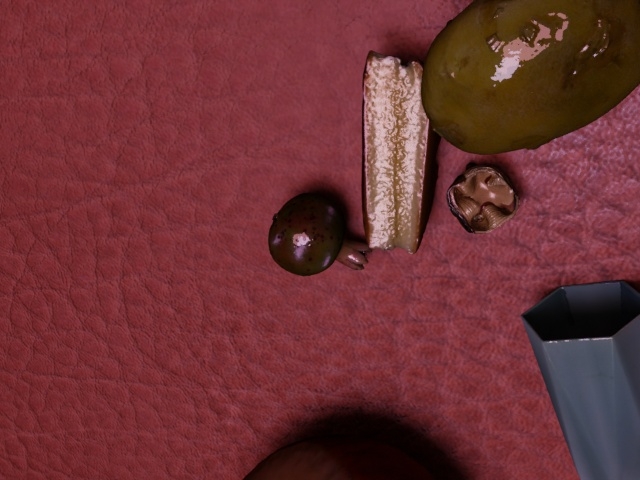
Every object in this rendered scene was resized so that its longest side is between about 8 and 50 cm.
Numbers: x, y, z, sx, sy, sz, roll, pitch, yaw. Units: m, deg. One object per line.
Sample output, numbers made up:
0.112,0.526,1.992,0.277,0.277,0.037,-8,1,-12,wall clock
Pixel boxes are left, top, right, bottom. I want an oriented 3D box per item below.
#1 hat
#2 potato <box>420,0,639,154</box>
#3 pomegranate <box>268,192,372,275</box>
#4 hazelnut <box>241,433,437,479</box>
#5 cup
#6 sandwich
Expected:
0.194,-0.053,0.920,0.076,0.059,0.077,-33,102,18,hat
0.218,-0.181,0.771,0.253,0.186,0.148,-39,63,36,potato
0.000,0.000,1.015,0.142,0.114,0.114,25,125,-14,pomegranate
0.025,0.475,1.092,0.409,0.359,0.359,-34,96,42,hazelnut
0.339,0.182,0.924,0.134,0.148,0.236,-17,111,4,cup
0.098,-0.109,0.926,0.090,0.088,0.244,6,112,14,sandwich
